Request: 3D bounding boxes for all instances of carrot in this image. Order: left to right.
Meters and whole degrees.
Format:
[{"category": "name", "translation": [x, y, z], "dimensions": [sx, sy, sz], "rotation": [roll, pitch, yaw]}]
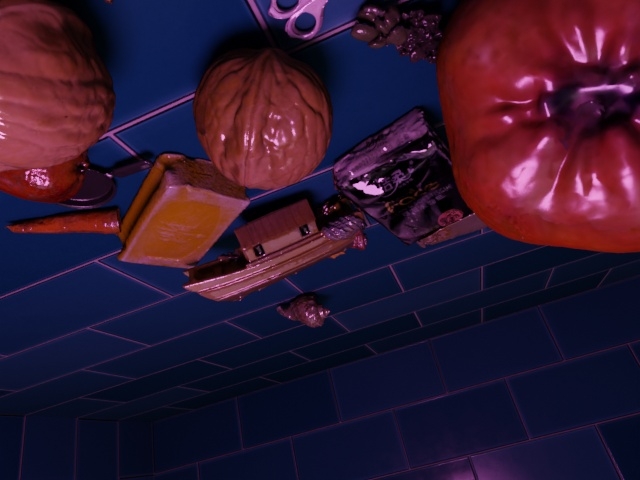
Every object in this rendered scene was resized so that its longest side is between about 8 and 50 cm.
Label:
[{"category": "carrot", "translation": [-0.544, -0.033, 0.948], "dimensions": [0.224, 0.057, 0.057], "rotation": [-5, 151, -10]}]

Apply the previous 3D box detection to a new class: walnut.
[{"category": "walnut", "translation": [-0.367, -0.190, 0.525], "dimensions": [0.225, 0.224, 0.261], "rotation": [-18, -166, 7]}, {"category": "walnut", "translation": [-0.089, -0.193, 0.700], "dimensions": [0.228, 0.228, 0.228], "rotation": [-11, 152, -6]}]

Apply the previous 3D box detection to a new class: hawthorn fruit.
[{"category": "hawthorn fruit", "translation": [-0.476, -0.141, 0.690], "dimensions": [0.204, 0.162, 0.162], "rotation": [9, 146, -19]}, {"category": "hawthorn fruit", "translation": [0.388, -0.215, 0.653], "dimensions": [0.472, 0.471, 0.471], "rotation": [-11, 152, -6]}]

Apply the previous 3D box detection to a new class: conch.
[{"category": "conch", "translation": [-0.058, 0.269, 1.642], "dimensions": [0.207, 0.130, 0.155], "rotation": [-8, 142, 20]}]

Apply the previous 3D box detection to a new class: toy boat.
[{"category": "toy boat", "translation": [-0.110, 0.014, 1.053], "dimensions": [0.446, 0.136, 0.162], "rotation": [-26, 123, -4]}]

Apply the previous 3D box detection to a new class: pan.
[{"category": "pan", "translation": [-0.426, -0.121, 0.858], "dimensions": [0.235, 0.028, 0.136], "rotation": [-16, 153, 11]}]

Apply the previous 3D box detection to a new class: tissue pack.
[{"category": "tissue pack", "translation": [0.209, -0.121, 1.019], "dimensions": [0.245, 0.123, 0.332], "rotation": [-31, 139, 25]}]

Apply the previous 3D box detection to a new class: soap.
[{"category": "soap", "translation": [-0.309, -0.050, 0.982], "dimensions": [0.199, 0.091, 0.315], "rotation": [9, 145, -39]}]

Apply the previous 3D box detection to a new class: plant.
[{"category": "plant", "translation": [0.130, -0.324, 0.692], "dimensions": [0.174, 0.085, 0.087], "rotation": [4, 175, -22]}]

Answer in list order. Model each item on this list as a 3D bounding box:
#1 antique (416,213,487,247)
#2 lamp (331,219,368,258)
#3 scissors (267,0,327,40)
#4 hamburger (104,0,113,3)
[{"category": "antique", "translation": [0.358, -0.084, 1.187], "dimensions": [0.284, 0.125, 0.150], "rotation": [-24, 150, 18]}, {"category": "lamp", "translation": [0.000, 0.000, 1.201], "dimensions": [0.253, 0.118, 0.118], "rotation": [-13, 152, 4]}, {"category": "scissors", "translation": [0.014, -0.364, 0.630], "dimensions": [0.189, 0.015, 0.100], "rotation": [-28, 147, 23]}, {"category": "hamburger", "translation": [-0.222, -0.340, 0.416], "dimensions": [0.282, 0.245, 0.155], "rotation": [-51, -177, -12]}]
